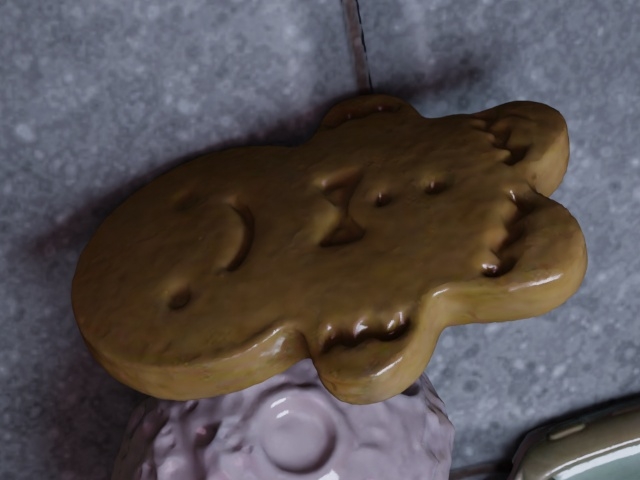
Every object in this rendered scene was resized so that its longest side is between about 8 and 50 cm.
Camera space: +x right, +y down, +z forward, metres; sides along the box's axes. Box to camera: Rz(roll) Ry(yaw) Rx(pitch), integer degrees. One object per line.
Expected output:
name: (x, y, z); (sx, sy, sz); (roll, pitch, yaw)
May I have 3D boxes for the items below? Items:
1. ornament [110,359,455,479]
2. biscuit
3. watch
ornament: (-0.031, 0.175, 1.130); (0.225, 0.259, 0.259); (16, 107, 3)
biscuit: (-0.001, -0.002, 1.077); (0.354, 0.275, 0.052); (-9, 133, 14)
watch: (0.242, 0.241, 1.203); (0.253, 0.241, 0.162); (-18, 110, -2)
